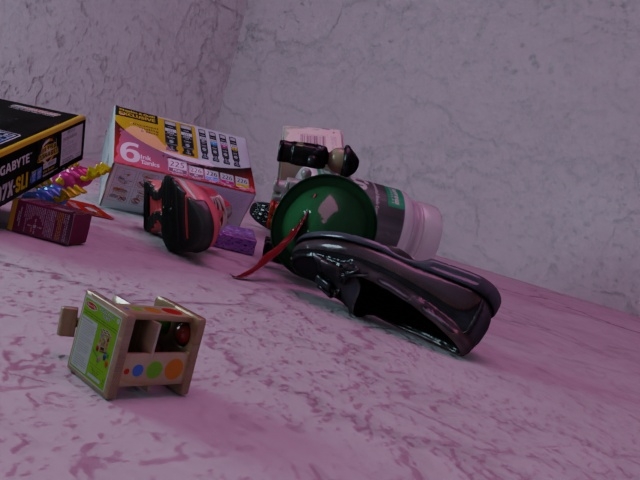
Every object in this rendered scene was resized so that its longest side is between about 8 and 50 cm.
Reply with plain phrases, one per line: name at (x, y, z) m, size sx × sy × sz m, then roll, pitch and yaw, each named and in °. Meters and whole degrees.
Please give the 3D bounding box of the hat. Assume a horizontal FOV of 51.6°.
hat at (0.000, 0.000, 1.010) m, size 0.173 × 0.208 × 0.183 m, roll 34°, pitch 5°, yaw -5°

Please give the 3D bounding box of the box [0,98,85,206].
box at (-0.518, -0.135, 0.865) m, size 0.322 × 0.079 × 0.257 m, roll 12°, pitch 25°, yaw 3°

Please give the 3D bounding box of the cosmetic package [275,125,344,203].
cosmetic package at (-0.036, -0.150, 1.762) m, size 0.160 × 0.309 × 0.113 m, roll 3°, pitch 49°, yaw -5°

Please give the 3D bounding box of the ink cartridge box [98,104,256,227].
ink cartridge box at (-0.325, -0.181, 1.494) m, size 0.310 × 0.130 × 0.271 m, roll 11°, pitch 42°, yaw -26°

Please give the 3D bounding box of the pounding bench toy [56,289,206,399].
pounding bench toy at (-0.125, 0.062, 0.433) m, size 0.083 × 0.052 × 0.065 m, roll 19°, pitch 5°, yaw 42°

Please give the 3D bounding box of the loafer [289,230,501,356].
loafer at (0.076, 0.065, 0.866) m, size 0.303 × 0.095 × 0.109 m, roll 14°, pitch -31°, yaw 31°

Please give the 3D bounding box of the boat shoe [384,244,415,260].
boat shoe at (0.142, 0.054, 1.182) m, size 0.112 × 0.095 × 0.335 m, roll 16°, pitch 4°, yaw 11°

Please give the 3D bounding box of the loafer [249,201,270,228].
loafer at (-0.101, -0.053, 1.935) m, size 0.223 × 0.076 × 0.078 m, roll 21°, pitch 0°, yaw 10°

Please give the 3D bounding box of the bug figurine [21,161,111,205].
bug figurine at (-0.482, -0.127, 1.078) m, size 0.279 × 0.072 × 0.216 m, roll 33°, pitch 23°, yaw 11°

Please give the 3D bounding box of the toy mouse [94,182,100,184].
toy mouse at (-0.481, -0.111, 1.603) m, size 0.161 × 0.031 × 0.143 m, roll 15°, pitch 4°, yaw -1°

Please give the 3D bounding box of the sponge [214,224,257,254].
sponge at (-0.189, -0.011, 1.316) m, size 0.117 × 0.031 × 0.210 m, roll 14°, pitch 5°, yaw -9°

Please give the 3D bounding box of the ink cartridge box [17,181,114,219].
ink cartridge box at (-0.511, -0.101, 1.221) m, size 0.233 × 0.066 × 0.189 m, roll 8°, pitch 7°, yaw -31°

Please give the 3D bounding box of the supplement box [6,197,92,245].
supplement box at (-0.348, -0.025, 0.855) m, size 0.083 × 0.043 × 0.055 m, roll 15°, pitch 4°, yaw 4°

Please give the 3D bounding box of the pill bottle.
pill bottle at (0.103, -0.047, 1.646) m, size 0.361 × 0.204 × 0.204 m, roll 13°, pitch 5°, yaw -18°

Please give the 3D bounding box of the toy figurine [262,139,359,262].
toy figurine at (-0.019, -0.062, 1.218) m, size 0.148 × 0.212 × 0.209 m, roll 8°, pitch -30°, yaw -5°

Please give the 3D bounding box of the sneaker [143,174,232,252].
sneaker at (-0.201, -0.055, 1.094) m, size 0.136 × 0.115 × 0.314 m, roll -2°, pitch 11°, yaw -26°
